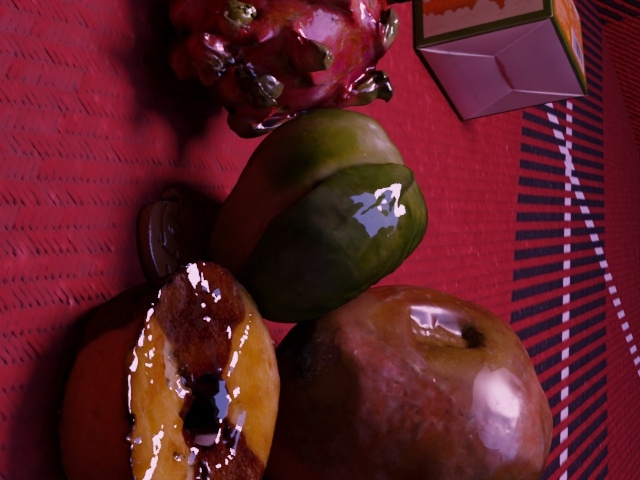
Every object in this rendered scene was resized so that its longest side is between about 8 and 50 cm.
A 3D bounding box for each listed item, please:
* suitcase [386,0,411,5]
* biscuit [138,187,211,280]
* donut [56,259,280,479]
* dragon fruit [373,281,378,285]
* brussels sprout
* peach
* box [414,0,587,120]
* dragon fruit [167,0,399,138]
[{"bbox_3d":[0.068,-0.353,1.193,0.235,0.143,0.194,-63,138,-57],"label":"suitcase"},{"bbox_3d":[-0.097,0.002,0.810,0.091,0.015,0.078,10,71,-66],"label":"biscuit"},{"bbox_3d":[-0.091,0.103,0.706,0.166,0.073,0.184,55,34,-47],"label":"donut"},{"bbox_3d":[0.000,0.000,0.979,0.190,0.094,0.094,-8,87,-46],"label":"dragon fruit"},{"bbox_3d":[0.005,-0.019,0.821,0.131,0.145,0.183,36,37,10],"label":"brussels sprout"},{"bbox_3d":[0.056,0.134,0.877,0.235,0.214,0.214,27,53,-39],"label":"peach"},{"bbox_3d":[0.235,-0.277,1.515,0.195,0.178,0.148,43,43,-55],"label":"box"},{"bbox_3d":[-0.028,-0.151,0.861,0.172,0.166,0.160,-39,164,-32],"label":"dragon fruit"}]
